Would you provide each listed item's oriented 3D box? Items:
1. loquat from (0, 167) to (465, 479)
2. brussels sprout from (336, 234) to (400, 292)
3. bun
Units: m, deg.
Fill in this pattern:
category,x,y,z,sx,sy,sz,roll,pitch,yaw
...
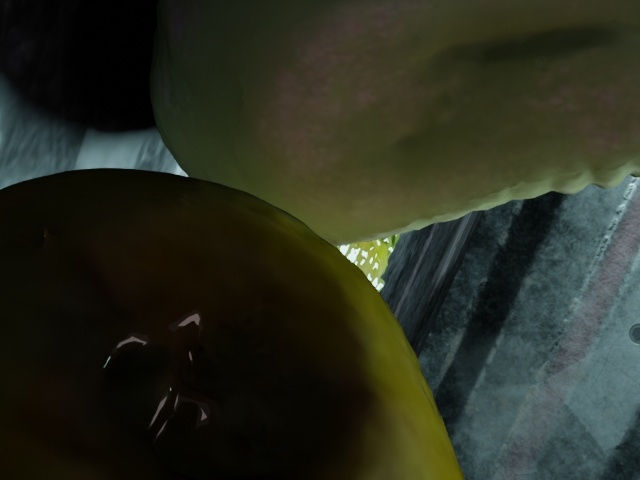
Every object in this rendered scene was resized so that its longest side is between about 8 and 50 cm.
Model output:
category,x,y,z,sx,sy,sz,roll,pitch,yaw
loquat,-0.078,0.122,0.423,0.275,0.275,0.275,-60,168,-21
brussels sprout,-0.003,0.000,0.928,0.181,0.101,0.139,-57,157,-26
bun,0.079,-0.137,0.601,0.361,0.361,0.213,-42,120,-62
